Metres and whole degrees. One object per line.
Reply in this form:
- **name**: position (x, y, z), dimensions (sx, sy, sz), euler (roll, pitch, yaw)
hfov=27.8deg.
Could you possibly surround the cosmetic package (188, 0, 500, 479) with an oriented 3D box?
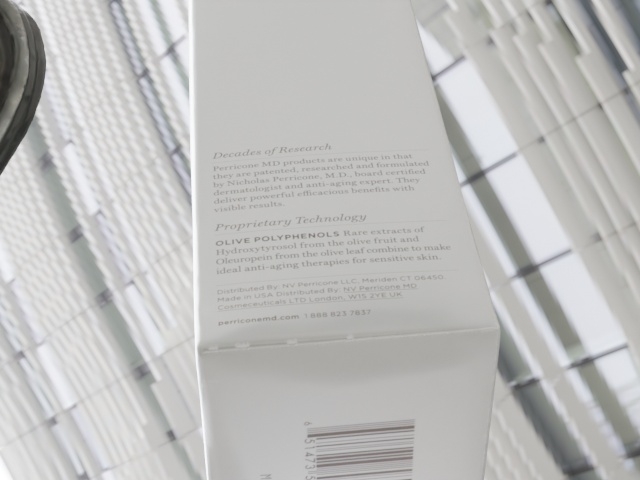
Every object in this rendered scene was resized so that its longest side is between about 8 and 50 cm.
- **cosmetic package**: position (0.000, 0.000, 0.795), dimensions (0.155, 0.197, 0.365), euler (-4, -141, -4)

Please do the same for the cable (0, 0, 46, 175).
- **cable**: position (-0.204, 0.026, 0.563), dimensions (0.139, 0.287, 0.072), euler (40, -170, 19)
